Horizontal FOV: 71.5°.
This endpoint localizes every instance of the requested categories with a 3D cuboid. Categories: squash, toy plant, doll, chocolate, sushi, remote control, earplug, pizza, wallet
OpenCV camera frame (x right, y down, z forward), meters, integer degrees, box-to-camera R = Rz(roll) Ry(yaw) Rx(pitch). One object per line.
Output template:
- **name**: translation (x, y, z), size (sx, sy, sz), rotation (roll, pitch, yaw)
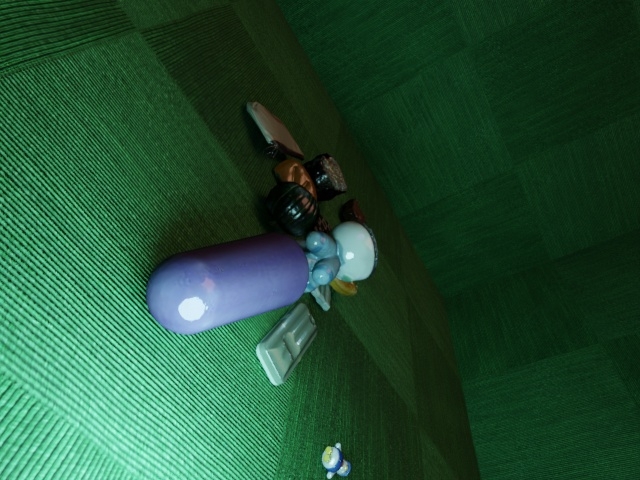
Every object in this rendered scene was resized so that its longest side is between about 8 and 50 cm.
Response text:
- **squash**: translation (-0.099, -0.110, 1.581), size (0.218, 0.218, 0.173), rotation (40, 71, -49)
- **toy plant**: translation (0.007, 0.060, 1.557), size (0.331, 0.247, 0.248), rotation (-11, 75, -33)
- **doll**: translation (0.047, 0.645, 1.290), size (0.143, 0.057, 0.099), rotation (58, 42, -36)
- **chocolate**: translation (0.177, -0.130, 2.417), size (0.149, 0.093, 0.214), rotation (59, 21, -15)
- **sushi**: translation (0.000, 0.000, 1.904), size (0.219, 0.047, 0.232), rotation (46, 32, -53)
- **sushi**: translation (0.000, -0.281, 2.035), size (0.211, 0.170, 0.350), rotation (66, 19, -4)
- **remote control**: translation (-0.085, 0.296, 1.332), size (0.128, 0.065, 0.335), rotation (66, 21, -6)
- **earplug**: translation (-0.216, 0.098, 1.055), size (0.455, 0.215, 0.215), rotation (-10, 76, -65)
- **pizza**: translation (0.065, 0.137, 1.782), size (0.271, 0.056, 0.135), rotation (38, 35, -44)
- **wallet**: translation (-0.193, -0.450, 1.851), size (0.275, 0.068, 0.335), rotation (61, 18, 10)

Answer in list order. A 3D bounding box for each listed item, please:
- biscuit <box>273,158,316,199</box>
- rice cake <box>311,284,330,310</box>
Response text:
- **biscuit**: translation (-0.085, -0.194, 1.814), size (0.154, 0.045, 0.300), rotation (-17, 82, -32)
- **rice cake**: translation (0.003, 0.166, 1.731), size (0.124, 0.038, 0.211), rotation (56, 22, -24)
